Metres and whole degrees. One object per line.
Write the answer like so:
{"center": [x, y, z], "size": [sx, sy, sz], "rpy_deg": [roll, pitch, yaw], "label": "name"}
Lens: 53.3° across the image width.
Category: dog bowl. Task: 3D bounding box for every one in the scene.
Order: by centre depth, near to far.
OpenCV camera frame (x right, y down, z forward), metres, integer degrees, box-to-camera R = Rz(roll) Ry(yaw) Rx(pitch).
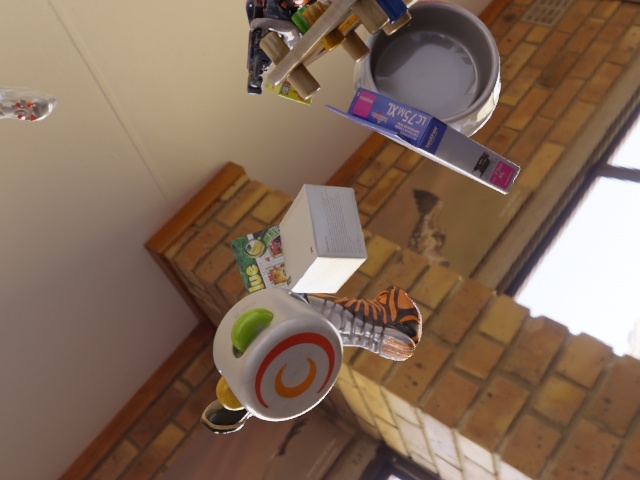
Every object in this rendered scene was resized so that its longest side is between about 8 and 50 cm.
{"center": [0.250, -0.392, 1.472], "size": [0.349, 0.348, 0.102], "rpy_deg": [-58, -8, -7], "label": "dog bowl"}

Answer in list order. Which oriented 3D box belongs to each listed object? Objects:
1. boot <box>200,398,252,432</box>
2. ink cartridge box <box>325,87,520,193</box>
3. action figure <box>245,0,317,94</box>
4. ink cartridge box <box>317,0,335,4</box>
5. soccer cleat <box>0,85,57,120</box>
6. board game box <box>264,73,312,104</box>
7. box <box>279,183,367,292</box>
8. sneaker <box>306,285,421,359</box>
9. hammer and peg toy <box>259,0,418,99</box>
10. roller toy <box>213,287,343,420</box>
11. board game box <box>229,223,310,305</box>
{"center": [-0.141, 0.281, 1.239], "size": [0.198, 0.076, 0.137], "rpy_deg": [-17, -44, -60], "label": "boot"}
{"center": [0.176, -0.173, 1.066], "size": [0.311, 0.185, 0.065], "rpy_deg": [14, -75, -41], "label": "ink cartridge box"}
{"center": [-0.052, -0.443, 1.267], "size": [0.178, 0.330, 0.342], "rpy_deg": [9, -113, -19], "label": "action figure"}
{"center": [0.151, -0.594, 1.503], "size": [0.384, 0.308, 0.091], "rpy_deg": [-18, -64, -12], "label": "ink cartridge box"}
{"center": [-0.609, -0.269, 1.235], "size": [0.076, 0.196, 0.068], "rpy_deg": [-67, -14, -58], "label": "soccer cleat"}
{"center": [-0.087, -0.413, 1.738], "size": [0.092, 0.181, 0.043], "rpy_deg": [13, -76, -21], "label": "board game box"}
{"center": [0.000, 0.000, 1.404], "size": [0.119, 0.182, 0.181], "rpy_deg": [3, -30, -23], "label": "box"}
{"center": [0.113, 0.188, 1.678], "size": [0.180, 0.321, 0.125], "rpy_deg": [-58, -13, -48], "label": "sneaker"}
{"center": [0.077, -0.408, 1.091], "size": [0.266, 0.127, 0.361], "rpy_deg": [-34, 9, 48], "label": "hammer and peg toy"}
{"center": [-0.073, 0.185, 1.055], "size": [0.191, 0.146, 0.210], "rpy_deg": [-7, -65, -30], "label": "roller toy"}
{"center": [-0.122, 0.095, 1.575], "size": [0.136, 0.260, 0.030], "rpy_deg": [-21, -22, -5], "label": "board game box"}
